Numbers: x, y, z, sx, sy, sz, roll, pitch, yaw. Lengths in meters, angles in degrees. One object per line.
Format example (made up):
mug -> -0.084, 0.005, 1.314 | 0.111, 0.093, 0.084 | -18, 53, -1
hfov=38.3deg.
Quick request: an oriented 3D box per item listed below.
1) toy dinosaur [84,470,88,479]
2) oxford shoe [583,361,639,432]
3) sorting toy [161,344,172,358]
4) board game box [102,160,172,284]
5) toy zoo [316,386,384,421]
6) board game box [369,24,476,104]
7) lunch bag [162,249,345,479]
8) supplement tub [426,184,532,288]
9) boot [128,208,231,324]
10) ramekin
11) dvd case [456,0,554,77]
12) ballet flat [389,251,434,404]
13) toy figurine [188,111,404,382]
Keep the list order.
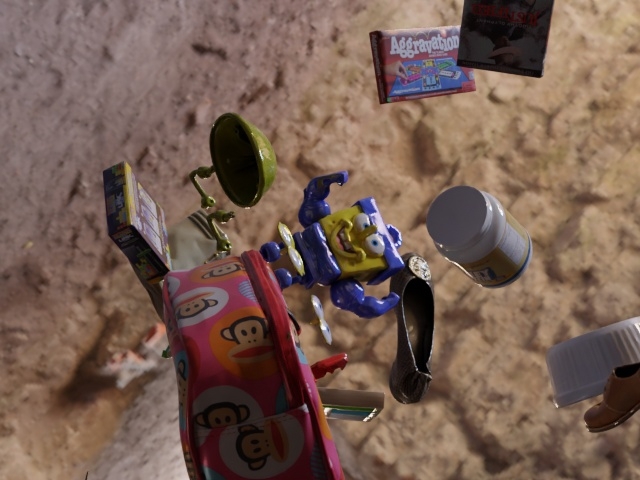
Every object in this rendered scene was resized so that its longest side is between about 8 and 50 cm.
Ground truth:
toy dinosaur -> -0.326, 0.417, 1.406 | 0.183, 0.053, 0.092 | 48, 50, -44
oxford shoe -> 0.472, 0.235, 1.440 | 0.076, 0.076, 0.212 | -41, 171, -40
sorting toy -> -0.183, 0.130, 1.234 | 0.083, 0.012, 0.062 | -33, -158, 42
board game box -> -0.313, -0.030, 1.573 | 0.048, 0.170, 0.141 | -25, 134, 7
toy zoo -> 0.007, 0.302, 1.686 | 0.293, 0.192, 0.030 | 102, -7, -73
board game box -> 0.216, -0.367, 1.907 | 0.281, 0.145, 0.027 | -15, -172, -41
lunch bag -> -0.064, 0.165, 0.833 | 0.120, 0.293, 0.258 | -15, -158, -9
supplement tub -> 0.297, -0.007, 1.730 | 0.144, 0.144, 0.200 | -50, 138, 5
boot -> -0.264, 0.077, 1.942 | 0.203, 0.262, 0.095 | -28, 172, -31
ramekin -> 0.603, 0.253, 1.948 | 0.273, 0.127, 0.273 | -18, 166, -4
dvd case -> 0.179, -0.221, 0.886 | 0.013, 0.087, 0.119 | -40, 138, -58
ballet flat -> 0.146, 0.127, 1.405 | 0.058, 0.084, 0.249 | -37, -142, 52
toy figurine -> 0.000, 0.000, 1.231 | 0.217, 0.362, 0.191 | -14, 161, -30
